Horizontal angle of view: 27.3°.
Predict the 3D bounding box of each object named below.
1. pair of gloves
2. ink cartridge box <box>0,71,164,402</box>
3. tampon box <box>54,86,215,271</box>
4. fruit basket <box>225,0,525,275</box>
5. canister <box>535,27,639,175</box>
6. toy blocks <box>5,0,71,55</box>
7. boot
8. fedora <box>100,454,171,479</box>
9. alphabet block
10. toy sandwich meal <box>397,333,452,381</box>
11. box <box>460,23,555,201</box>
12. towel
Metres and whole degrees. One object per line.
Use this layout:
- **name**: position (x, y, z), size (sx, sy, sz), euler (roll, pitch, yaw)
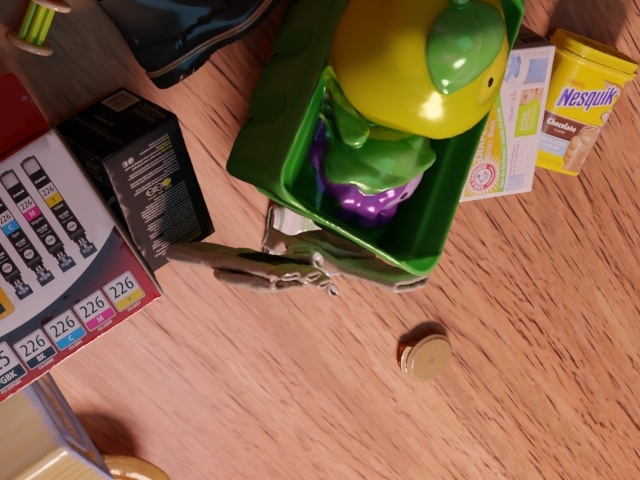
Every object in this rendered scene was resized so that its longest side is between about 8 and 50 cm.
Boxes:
- **pair of gloves**: position (-0.021, 0.019, 1.459), size (0.240, 0.204, 0.042), euler (-3, 105, -44)
- **ink cartridge box**: position (-0.364, 0.021, 1.332), size (0.309, 0.130, 0.272), euler (-34, 103, -5)
- **tampon box**: position (-0.207, -0.066, 1.472), size (0.101, 0.120, 0.161), euler (-34, 131, -25)
- **fruit basket**: position (0.098, -0.173, 1.375), size (0.283, 0.392, 0.392), euler (30, 101, -37)
- **canister**: position (0.326, -0.179, 1.734), size (0.126, 0.073, 0.170), euler (12, 113, -33)
- **toy blocks**: position (-0.305, -0.276, 1.350), size (0.123, 0.054, 0.148), euler (14, 110, -33)
- **boot**: position (-0.139, -0.273, 1.432), size (0.198, 0.077, 0.137), euler (-41, 123, -2)
- **fedora**: position (-0.284, 0.337, 1.708), size (0.194, 0.079, 0.194), euler (-9, 119, -17)
- **alphabet block**: position (-0.381, 0.240, 1.492), size (0.197, 0.192, 0.193), euler (-34, 156, -5)
- **toy sandwich meal**: position (0.147, 0.164, 1.870), size (0.085, 0.029, 0.085), euler (-15, 123, -25)
- **box**: position (0.207, -0.163, 1.658), size (0.114, 0.103, 0.203), euler (-10, 122, -23)
- **towel**: position (0.000, 0.000, 1.696), size (0.152, 0.023, 0.113), euler (-5, 120, -26)
